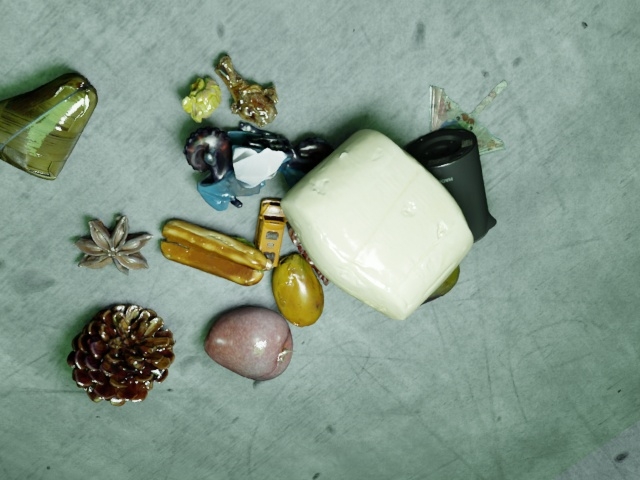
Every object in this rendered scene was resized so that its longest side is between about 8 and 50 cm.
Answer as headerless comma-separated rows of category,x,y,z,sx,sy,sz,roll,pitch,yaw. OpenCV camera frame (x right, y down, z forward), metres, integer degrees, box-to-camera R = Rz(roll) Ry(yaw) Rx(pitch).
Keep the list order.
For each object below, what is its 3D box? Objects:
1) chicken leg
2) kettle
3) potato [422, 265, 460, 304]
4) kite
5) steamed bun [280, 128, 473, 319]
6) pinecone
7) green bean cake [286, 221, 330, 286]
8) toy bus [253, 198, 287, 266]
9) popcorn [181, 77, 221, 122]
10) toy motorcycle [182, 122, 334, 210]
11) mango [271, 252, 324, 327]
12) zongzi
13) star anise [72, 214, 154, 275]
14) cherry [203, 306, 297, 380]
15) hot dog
chicken leg,-0.198,-0.382,1.344,0.196,0.080,0.125,30,97,-16
kettle,0.356,-0.134,1.510,0.262,0.203,0.308,-25,123,0
potato,0.299,0.120,1.636,0.307,0.173,0.210,-30,155,8
kite,0.433,-0.350,1.524,0.335,0.011,0.314,32,106,-25
steamed bun,0.138,-0.031,1.385,0.371,0.290,0.456,-44,98,-11
pinecone,-0.583,0.337,1.526,0.298,0.242,0.296,27,110,-16
green bean cake,0.000,0.000,1.560,0.233,0.097,0.198,38,103,-25
toy bus,-0.147,-0.022,1.523,0.083,0.088,0.194,6,115,-14
popcorn,-0.299,-0.362,1.316,0.109,0.097,0.089,-47,120,-3
toy motorcycle,-0.167,-0.188,1.407,0.416,0.172,0.232,0,123,-22
mango,-0.064,0.158,1.614,0.156,0.151,0.248,-30,115,-37
zongzi,-0.726,-0.321,1.226,0.300,0.138,0.286,29,105,-22
star anise,-0.583,0.009,1.456,0.212,0.073,0.196,15,116,-22
cherry,-0.216,0.320,1.602,0.308,0.221,0.261,2,146,12
hot dog,-0.298,0.036,1.483,0.337,0.100,0.135,18,114,4
